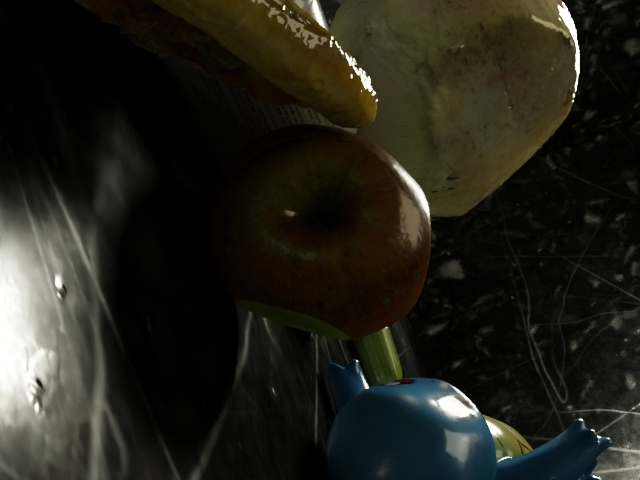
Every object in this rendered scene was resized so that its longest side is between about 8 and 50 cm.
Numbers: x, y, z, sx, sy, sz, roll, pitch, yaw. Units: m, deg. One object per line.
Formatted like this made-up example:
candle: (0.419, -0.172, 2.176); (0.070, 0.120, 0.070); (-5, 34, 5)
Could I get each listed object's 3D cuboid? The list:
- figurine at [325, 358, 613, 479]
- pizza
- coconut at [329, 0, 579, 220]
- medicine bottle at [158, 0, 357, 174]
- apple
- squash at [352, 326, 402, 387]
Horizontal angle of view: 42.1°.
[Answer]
figurine: (0.132, 0.247, 0.860); (0.298, 0.243, 0.416); (20, -32, 35)
pizza: (-0.083, -0.138, 0.509); (0.292, 0.058, 0.197); (25, 2, -46)
coconut: (0.153, -0.197, 1.076); (0.352, 0.353, 0.352); (-20, 90, -84)
medicine bottle: (-0.060, -0.158, 0.671); (0.135, 0.135, 0.215); (-101, 169, -53)
apple: (0.001, -0.006, 0.609); (0.147, 0.163, 0.146); (79, 26, -71)
squash: (0.066, 0.114, 1.236); (0.066, 0.066, 0.229); (44, 27, -75)
